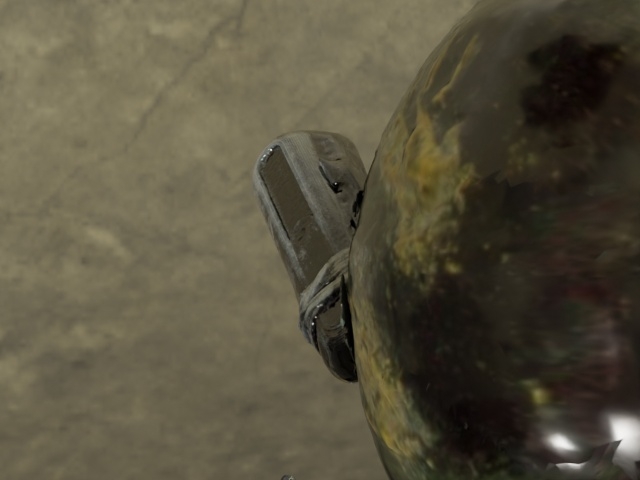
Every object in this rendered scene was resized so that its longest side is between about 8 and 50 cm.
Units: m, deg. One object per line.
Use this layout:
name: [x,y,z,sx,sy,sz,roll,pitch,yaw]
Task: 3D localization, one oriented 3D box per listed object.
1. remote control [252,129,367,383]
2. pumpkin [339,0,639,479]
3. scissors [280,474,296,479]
remote control: [0.000,0.000,0.964,0.066,0.266,0.090,20,115,-21]
pumpkin: [0.225,0.030,0.775,0.454,0.454,0.344,24,165,-36]
scissors: [-0.029,0.217,0.954,0.039,0.113,0.012,18,155,-27]
